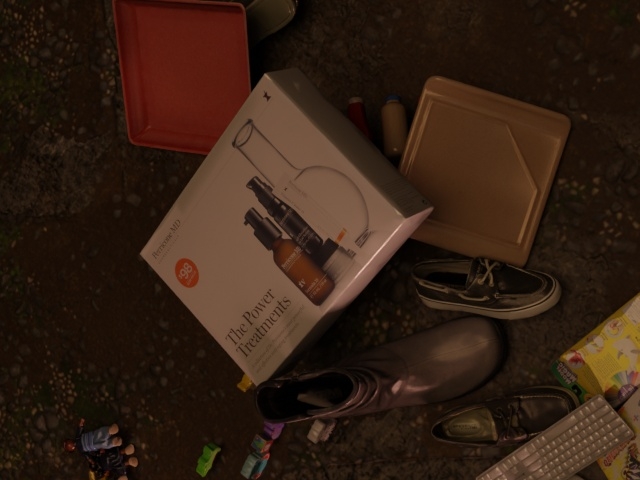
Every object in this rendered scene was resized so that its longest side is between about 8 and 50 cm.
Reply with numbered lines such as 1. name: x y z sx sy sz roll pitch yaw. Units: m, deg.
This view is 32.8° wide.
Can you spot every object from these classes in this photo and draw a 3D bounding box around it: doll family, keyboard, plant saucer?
1. doll family: -0.380 0.401 1.885 0.111 0.076 0.193 -16 76 29
2. keyboard: 0.323 0.303 1.521 0.072 0.014 0.256 47 126 3
3. plant saucer: -0.215 -0.274 1.799 0.258 0.048 0.259 10 117 26

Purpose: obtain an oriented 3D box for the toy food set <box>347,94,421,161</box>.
1. toy food set: 0.064 -0.157 1.667 0.232 0.111 0.104 -12 71 26

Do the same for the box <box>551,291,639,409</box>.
1. box: 0.418 0.161 1.513 0.179 0.043 0.105 -42 71 17

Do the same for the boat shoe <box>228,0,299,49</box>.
1. boat shoe: -0.124 -0.361 1.790 0.228 0.068 0.081 -19 124 34

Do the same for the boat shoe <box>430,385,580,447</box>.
1. boat shoe: 0.260 0.261 1.558 0.223 0.073 0.080 -16 86 33

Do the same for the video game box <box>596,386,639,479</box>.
1. video game box: 0.463 0.271 1.417 0.205 0.048 0.187 -57 33 25

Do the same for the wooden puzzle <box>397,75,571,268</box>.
1. wooden puzzle: 0.226 -0.098 1.588 0.221 0.044 0.238 18 99 2

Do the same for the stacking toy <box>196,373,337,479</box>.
1. stacking toy: -0.090 0.329 1.756 0.167 0.052 0.221 34 104 25

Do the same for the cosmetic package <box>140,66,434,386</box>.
1. cosmetic package: -0.061 -0.013 1.563 0.284 0.097 0.377 48 122 14

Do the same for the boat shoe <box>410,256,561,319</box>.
1. boat shoe: 0.236 0.064 1.576 0.219 0.070 0.077 -1 52 27

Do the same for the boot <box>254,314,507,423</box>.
1. boot: 0.091 0.201 1.572 0.338 0.223 0.118 -25 76 23

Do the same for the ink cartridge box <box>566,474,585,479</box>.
1. ink cartridge box: 0.399 0.528 1.432 0.385 0.091 0.308 28 73 41
